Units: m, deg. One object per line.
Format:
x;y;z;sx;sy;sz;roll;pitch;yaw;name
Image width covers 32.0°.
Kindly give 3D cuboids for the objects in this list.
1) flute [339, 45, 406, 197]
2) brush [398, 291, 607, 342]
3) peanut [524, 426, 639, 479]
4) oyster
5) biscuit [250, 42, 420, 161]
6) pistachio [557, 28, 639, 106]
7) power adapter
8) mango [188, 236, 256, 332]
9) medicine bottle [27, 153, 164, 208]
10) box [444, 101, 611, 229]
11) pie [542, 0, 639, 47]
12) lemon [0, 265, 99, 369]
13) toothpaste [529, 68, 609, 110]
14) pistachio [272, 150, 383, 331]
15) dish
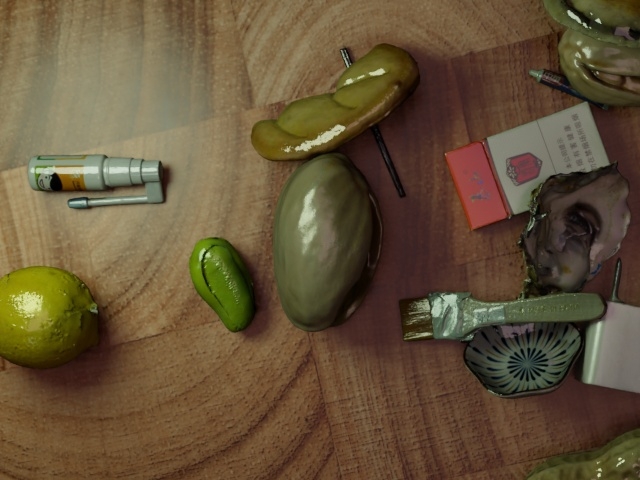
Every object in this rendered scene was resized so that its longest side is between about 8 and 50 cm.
0.086;-0.196;1.840;0.014;0.014;0.269;-22;86;5;flute
0.280;0.113;1.747;0.336;0.020;0.085;-8;81;27;brush
0.448;0.366;1.726;0.298;0.136;0.120;-20;53;7;peanut
0.392;-0.018;1.754;0.223;0.083;0.214;-22;121;-18;oyster
0.023;-0.209;1.784;0.299;0.045;0.154;-32;41;10;biscuit
0.477;-0.277;1.742;0.215;0.144;0.144;16;91;0;pistachio
0.478;0.130;1.733;0.130;0.125;0.205;11;88;7;power adapter
-0.159;0.072;1.833;0.091;0.074;0.165;-20;99;0;mango
-0.373;-0.099;1.870;0.220;0.061;0.092;-1;113;6;medicine bottle
0.336;-0.119;1.800;0.245;0.035;0.139;-18;88;5;box
0.486;-0.414;1.717;0.339;0.077;0.339;-1;55;2;pie
-0.460;0.124;1.813;0.206;0.173;0.173;13;90;7;lemon
0.404;-0.250;1.803;0.140;0.021;0.037;21;82;4;toothpaste
0.000;0.000;1.774;0.197;0.166;0.288;13;95;30;pistachio
0.324;0.185;1.759;0.190;0.066;0.191;-13;44;13;dish
